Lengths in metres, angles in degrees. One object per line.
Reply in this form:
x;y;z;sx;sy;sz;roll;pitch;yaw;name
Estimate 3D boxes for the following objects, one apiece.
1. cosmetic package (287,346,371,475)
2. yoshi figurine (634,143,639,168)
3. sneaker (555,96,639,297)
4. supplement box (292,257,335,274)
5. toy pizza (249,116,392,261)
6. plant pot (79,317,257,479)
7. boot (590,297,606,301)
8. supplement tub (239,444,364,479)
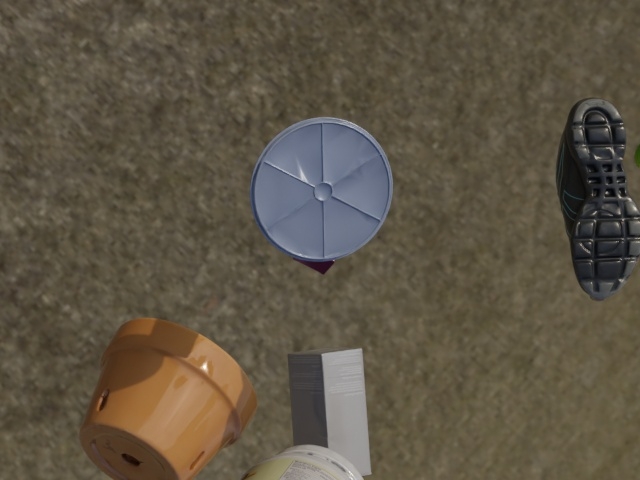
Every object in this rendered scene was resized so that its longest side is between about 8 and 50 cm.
0.015;0.322;2.166;0.107;0.127;0.238;-5;90;-35;cosmetic package
0.720;-0.258;2.106;0.362;0.203;0.203;-48;137;-6;yoshi figurine
0.373;-0.056;1.579;0.101;0.267;0.106;0;177;-6;sneaker
0.000;0.000;1.740;0.043;0.055;0.083;-48;-162;48;supplement box
0.000;-0.070;1.597;0.201;0.032;0.201;-3;104;-14;toy pizza
-0.282;0.307;2.025;0.291;0.291;0.203;89;24;-48;plant pot
0.520;0.057;2.078;0.118;0.042;0.087;-51;177;-13;boot
-0.058;0.473;1.804;0.235;0.235;0.325;-62;171;21;supplement tub
